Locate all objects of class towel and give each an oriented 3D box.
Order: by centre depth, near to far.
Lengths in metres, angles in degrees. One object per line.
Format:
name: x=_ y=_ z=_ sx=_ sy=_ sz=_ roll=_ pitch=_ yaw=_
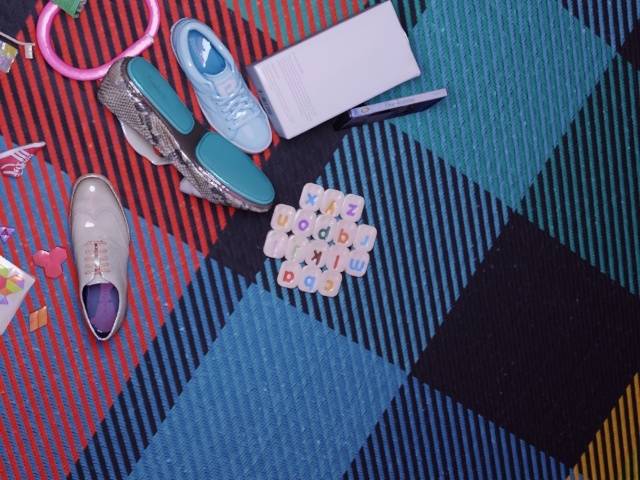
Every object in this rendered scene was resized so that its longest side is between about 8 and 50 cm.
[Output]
towel: x=-0.731 y=-0.424 z=1.765 sx=0.083 sy=0.009 sz=0.060 roll=30 pitch=94 yaw=-18

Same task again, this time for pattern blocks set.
pattern blocks set: x=-0.779 y=0.122 z=1.860 sx=0.285 sy=0.026 sz=0.325 roll=23 pitch=95 yaw=-17

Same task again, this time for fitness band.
fitness band: x=-0.505 y=-0.492 z=1.787 sx=0.290 sy=0.054 sz=0.209 roll=-38 pitch=108 yaw=-5

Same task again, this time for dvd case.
dvd case: x=0.168 y=-0.321 z=1.930 sx=0.252 sy=0.180 sz=0.022 roll=-15 pitch=91 yaw=-11

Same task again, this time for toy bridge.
toy bridge: x=-0.734 y=-0.436 z=1.742 sx=0.188 sy=0.026 sz=0.063 roll=-4 pitch=101 yaw=-13

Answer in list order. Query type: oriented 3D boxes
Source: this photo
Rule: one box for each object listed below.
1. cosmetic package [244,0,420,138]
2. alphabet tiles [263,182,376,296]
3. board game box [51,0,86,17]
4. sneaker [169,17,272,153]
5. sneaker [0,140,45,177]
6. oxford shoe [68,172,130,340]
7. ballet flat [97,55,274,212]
cosmetic package: x=0.028 y=-0.411 z=1.887 sx=0.365 sy=0.155 sz=0.197 roll=-26 pitch=107 yaw=-8
alphabet tiles: x=0.000 y=0.000 z=2.037 sx=0.283 sy=0.021 sz=0.278 roll=13 pitch=98 yaw=-17
board game box: x=-0.523 y=-0.626 z=1.672 sx=0.136 sy=0.030 sz=0.260 roll=37 pitch=114 yaw=3
sneaker: x=-0.233 y=-0.352 z=1.835 sx=0.135 sy=0.150 sz=0.366 roll=-38 pitch=108 yaw=-3
sneaker: x=-0.685 y=-0.186 z=1.810 sx=0.118 sy=0.042 sz=0.067 roll=-19 pitch=102 yaw=-2
oxford shoe: x=-0.513 y=0.042 z=1.847 sx=0.140 sy=0.146 sz=0.397 roll=-8 pitch=103 yaw=-12
ballet flat: x=-0.324 y=-0.218 z=1.842 sx=0.483 sy=0.164 sz=0.182 roll=44 pitch=127 yaw=-16
